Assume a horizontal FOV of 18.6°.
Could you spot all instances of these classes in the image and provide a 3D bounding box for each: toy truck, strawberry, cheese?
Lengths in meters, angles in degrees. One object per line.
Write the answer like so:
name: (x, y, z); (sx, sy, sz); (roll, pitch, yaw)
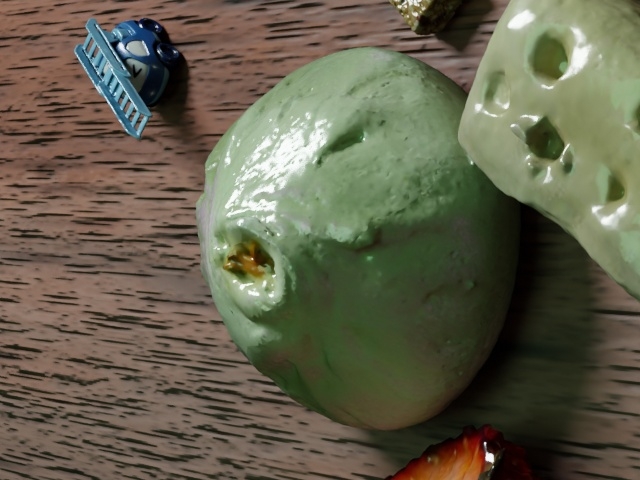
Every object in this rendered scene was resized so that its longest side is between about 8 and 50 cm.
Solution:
toy truck: (-0.161, -0.142, 1.734); (0.136, 0.074, 0.063); (54, 129, 36)
strawberry: (0.100, 0.232, 1.383); (0.190, 0.111, 0.236); (-63, 14, -10)
cheese: (0.200, -0.058, 1.252); (0.263, 0.093, 0.159); (41, 120, 37)

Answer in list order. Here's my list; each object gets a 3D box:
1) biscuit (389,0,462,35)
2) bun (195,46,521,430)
biscuit: (0.050, -0.239, 1.500); (0.064, 0.034, 0.199); (-57, 48, 34)
bun: (0.000, 0.000, 1.441); (0.293, 0.187, 0.293); (0, 90, 54)
